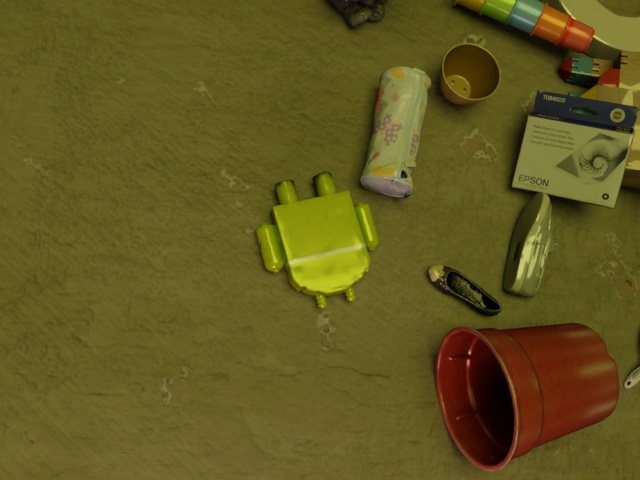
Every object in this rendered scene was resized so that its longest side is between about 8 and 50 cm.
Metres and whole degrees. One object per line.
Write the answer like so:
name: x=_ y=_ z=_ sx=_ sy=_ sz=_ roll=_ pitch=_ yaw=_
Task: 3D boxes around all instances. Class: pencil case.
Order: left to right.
pencil case: x=0.161 y=-0.229 z=1.699 sx=0.114 sy=0.124 sz=0.273 roll=14 pitch=72 yaw=-8

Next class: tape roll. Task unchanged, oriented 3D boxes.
tape roll: x=0.717 y=-0.612 z=1.946 sx=0.392 sy=0.072 sz=0.391 roll=3 pitch=75 yaw=-12

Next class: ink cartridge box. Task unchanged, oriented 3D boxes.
ink cartridge box: x=0.544 y=-0.198 z=1.728 sx=0.224 sy=0.045 sz=0.223 roll=13 pitch=95 yaw=19

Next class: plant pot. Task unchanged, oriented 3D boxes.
plant pot: x=0.315 y=-0.352 z=1.778 sx=0.134 sy=0.095 sz=0.134 roll=3 pitch=74 yaw=-12
plant pot: x=0.407 y=0.279 z=1.559 sx=0.265 sy=0.272 sz=0.272 roll=-7 pitch=77 yaw=-22

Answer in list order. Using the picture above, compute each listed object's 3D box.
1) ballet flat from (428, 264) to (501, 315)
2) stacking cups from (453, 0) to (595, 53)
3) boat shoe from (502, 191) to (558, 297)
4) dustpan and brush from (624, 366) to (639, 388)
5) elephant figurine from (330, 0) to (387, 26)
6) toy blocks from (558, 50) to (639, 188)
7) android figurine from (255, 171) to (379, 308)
ballet flat: x=0.303 y=0.099 z=1.682 sx=0.173 sy=0.049 sz=0.057 roll=31 pitch=71 yaw=-3
stacking cups: x=0.463 y=-0.510 z=1.838 sx=0.316 sy=0.096 sz=0.096 roll=28 pitch=72 yaw=1
boat shoe: x=0.459 y=0.013 z=1.724 sx=0.081 sy=0.079 sz=0.227 roll=20 pitch=83 yaw=-15
dustpan and brush: x=0.729 y=0.240 z=1.721 sx=0.211 sy=0.060 sz=0.147 roll=-51 pitch=55 yaw=11
elephant figurine: x=0.104 y=-0.582 z=1.718 sx=0.186 sy=0.239 sz=0.169 roll=-17 pitch=80 yaw=-16
toy blocks: x=0.663 y=-0.275 z=1.809 sx=0.261 sy=0.190 sz=0.381 roll=9 pitch=73 yaw=2
android figurine: x=0.000 y=0.000 z=1.640 sx=0.248 sy=0.056 sz=0.272 roll=-14 pitch=79 yaw=-15
